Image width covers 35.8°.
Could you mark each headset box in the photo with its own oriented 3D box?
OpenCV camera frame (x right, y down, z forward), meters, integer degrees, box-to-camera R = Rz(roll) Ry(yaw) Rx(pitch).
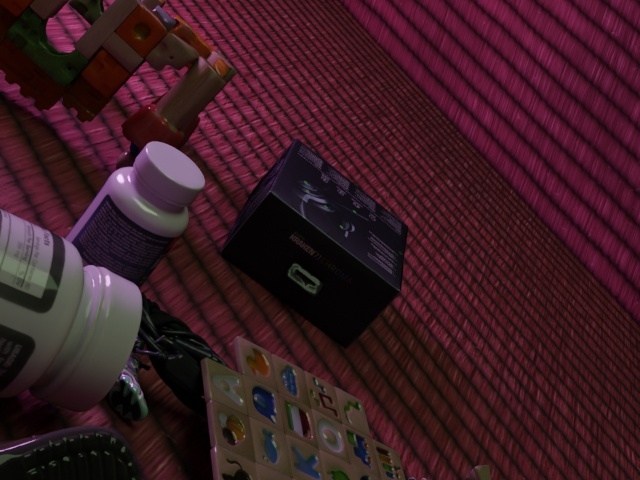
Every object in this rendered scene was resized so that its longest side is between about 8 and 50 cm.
[{"bbox_3d":[0.000,0.000,1.538,0.246,0.131,0.283,37,22,-9],"label":"headset box"}]

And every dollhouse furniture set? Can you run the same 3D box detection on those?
[{"bbox_3d":[0.171,0.308,1.260,0.091,0.114,0.081,11,32,-47],"label":"dollhouse furniture set"}]

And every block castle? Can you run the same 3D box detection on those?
[{"bbox_3d":[-0.352,-0.313,1.468,0.453,0.213,0.303,43,9,-11],"label":"block castle"}]

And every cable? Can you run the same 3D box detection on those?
[{"bbox_3d":[-0.158,0.134,1.130,0.184,0.047,0.150,43,4,-38],"label":"cable"}]

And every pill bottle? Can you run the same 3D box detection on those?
[{"bbox_3d":[-0.217,-0.022,1.156,0.108,0.180,0.108,34,23,-17],"label":"pill bottle"},{"bbox_3d":[-0.318,0.046,0.889,0.283,0.161,0.161,28,25,-30],"label":"pill bottle"}]

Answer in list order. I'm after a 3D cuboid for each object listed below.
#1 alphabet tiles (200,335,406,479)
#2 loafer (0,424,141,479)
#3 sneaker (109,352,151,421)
[{"bbox_3d":[-0.001,0.260,1.114,0.342,0.011,0.285,33,30,-38],"label":"alphabet tiles"},{"bbox_3d":[-0.302,0.215,0.687,0.366,0.130,0.133,2,76,-45],"label":"loafer"},{"bbox_3d":[-0.201,0.147,1.053,0.098,0.038,0.069,49,24,18],"label":"sneaker"}]
